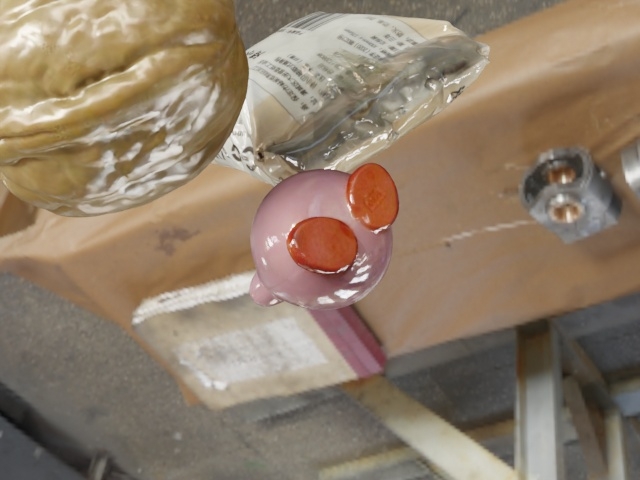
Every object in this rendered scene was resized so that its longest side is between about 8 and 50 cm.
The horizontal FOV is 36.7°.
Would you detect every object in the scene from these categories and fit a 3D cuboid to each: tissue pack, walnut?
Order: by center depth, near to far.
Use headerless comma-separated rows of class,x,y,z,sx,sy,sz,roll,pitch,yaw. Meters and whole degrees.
walnut,-0.229,-0.172,1.019,0.312,0.252,0.277,-25,154,-10
tissue pack,0.005,-0.215,1.436,0.375,0.390,0.195,21,138,58

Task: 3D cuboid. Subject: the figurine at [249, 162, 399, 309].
figurine,0.000,0.000,1.120,0.173,0.173,0.173,5,137,5
